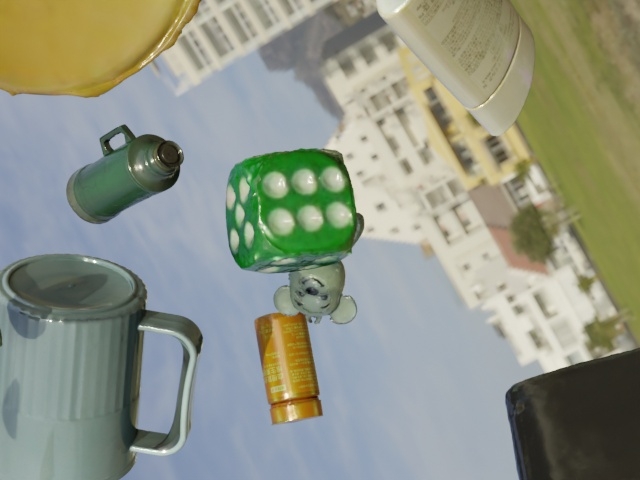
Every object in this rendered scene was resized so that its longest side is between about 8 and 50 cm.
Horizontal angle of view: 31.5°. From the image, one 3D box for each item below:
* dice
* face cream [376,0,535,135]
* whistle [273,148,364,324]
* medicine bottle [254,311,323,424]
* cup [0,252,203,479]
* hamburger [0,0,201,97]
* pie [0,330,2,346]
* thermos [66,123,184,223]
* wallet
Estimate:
[{"bbox_3d":[-0.036,-0.033,1.330,0.120,0.128,0.131,154,112,-67],"label":"dice"},{"bbox_3d":[0.200,-0.294,1.564,0.081,0.174,0.348,13,167,37],"label":"face cream"},{"bbox_3d":[0.000,0.000,1.458,0.077,0.114,0.236,-54,-29,-68],"label":"whistle"},{"bbox_3d":[-0.057,0.224,2.008,0.096,0.096,0.192,26,-127,-73],"label":"medicine bottle"},{"bbox_3d":[-0.383,0.215,1.803,0.331,0.311,0.256,22,-154,29],"label":"cup"},{"bbox_3d":[-0.355,-0.383,1.415,0.396,0.395,0.277,55,-179,-28],"label":"hamburger"},{"bbox_3d":[-0.465,0.112,1.596,0.084,0.021,0.084,42,143,42],"label":"pie"},{"bbox_3d":[-0.221,-0.080,1.316,0.073,0.187,0.083,9,-108,-37],"label":"thermos"},{"bbox_3d":[0.295,0.249,1.014,0.406,0.228,0.062,-86,-29,-56],"label":"wallet"}]
